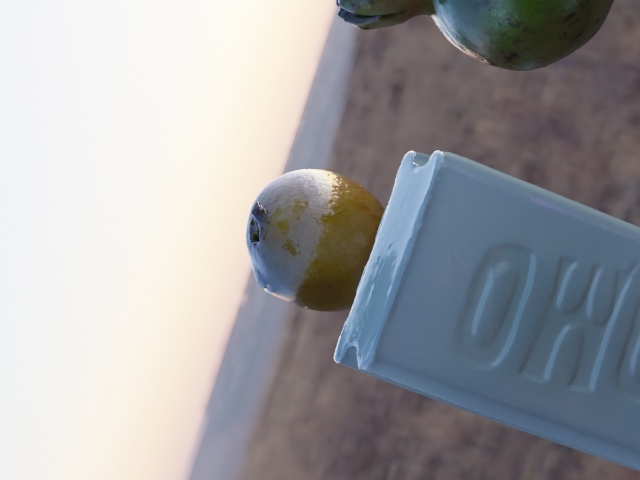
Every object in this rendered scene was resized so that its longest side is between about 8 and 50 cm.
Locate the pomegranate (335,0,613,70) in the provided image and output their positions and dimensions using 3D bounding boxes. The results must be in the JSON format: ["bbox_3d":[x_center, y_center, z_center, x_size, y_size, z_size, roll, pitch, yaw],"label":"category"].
[{"bbox_3d":[0.147,-0.215,1.561,0.241,0.190,0.159,-27,-61,-30],"label":"pomegranate"}]

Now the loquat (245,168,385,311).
[{"bbox_3d":[0.000,0.000,1.838,0.163,0.163,0.137,-152,75,-88],"label":"loquat"}]

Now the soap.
[{"bbox_3d":[0.161,0.055,1.292,0.160,0.265,0.087,-70,17,-5],"label":"soap"}]
